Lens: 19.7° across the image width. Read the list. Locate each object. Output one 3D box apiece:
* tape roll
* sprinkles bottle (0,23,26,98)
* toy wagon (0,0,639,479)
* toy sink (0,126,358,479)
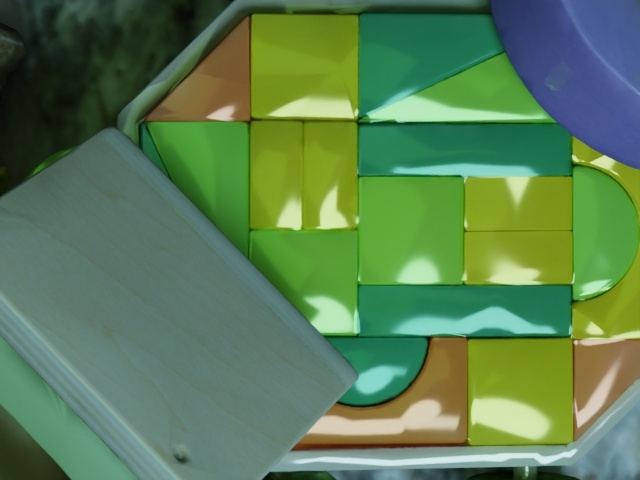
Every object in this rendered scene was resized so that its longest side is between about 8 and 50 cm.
[{"bbox_3d":[0.173,-0.126,0.807,0.189,0.080,0.189,2,80,-11],"label":"tape roll"},{"bbox_3d":[-0.262,0.042,0.909,0.121,0.121,0.355,23,95,9],"label":"sprinkles bottle"},{"bbox_3d":[0.000,0.000,0.861,0.344,0.068,0.267,0,91,-4],"label":"toy wagon"},{"bbox_3d":[-0.126,0.094,0.793,0.153,0.131,0.234,46,129,2],"label":"toy sink"}]
